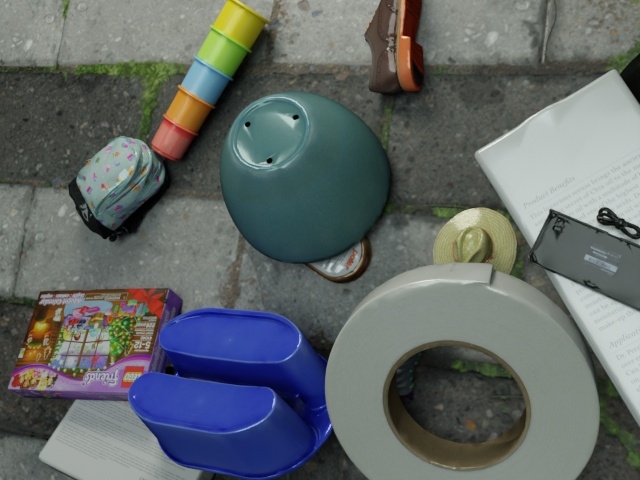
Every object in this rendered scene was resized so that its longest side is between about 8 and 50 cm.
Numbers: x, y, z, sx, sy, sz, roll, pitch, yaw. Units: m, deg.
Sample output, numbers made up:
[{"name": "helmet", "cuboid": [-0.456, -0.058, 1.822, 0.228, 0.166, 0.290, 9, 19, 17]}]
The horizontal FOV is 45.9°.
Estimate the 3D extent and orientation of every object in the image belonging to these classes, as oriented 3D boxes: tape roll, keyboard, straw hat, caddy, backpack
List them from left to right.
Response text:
[{"name": "backpack", "cuboid": [-0.382, -0.108, 1.433, 0.182, 0.115, 0.152, -38, 67, 8]}, {"name": "caddy", "cuboid": [-0.136, 0.250, 1.226, 0.341, 0.179, 0.241, 2, 49, 28]}, {"name": "tape roll", "cuboid": [0.198, 0.223, 1.089, 0.392, 0.072, 0.392, 6, 110, 16]}, {"name": "straw hat", "cuboid": [0.241, 0.011, 1.205, 0.144, 0.061, 0.144, -3, 80, 19]}, {"name": "keyboard", "cuboid": [0.379, 0.015, 1.000, 0.180, 0.023, 0.108, 26, 98, 23]}]

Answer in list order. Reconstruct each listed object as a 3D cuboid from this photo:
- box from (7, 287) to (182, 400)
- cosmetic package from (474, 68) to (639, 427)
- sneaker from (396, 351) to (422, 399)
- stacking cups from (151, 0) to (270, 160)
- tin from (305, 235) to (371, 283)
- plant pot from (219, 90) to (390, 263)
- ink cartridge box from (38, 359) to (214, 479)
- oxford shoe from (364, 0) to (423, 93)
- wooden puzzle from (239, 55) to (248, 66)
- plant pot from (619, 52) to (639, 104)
[{"name": "box", "cuboid": [-0.413, 0.190, 1.390, 0.293, 0.057, 0.201, -3, 60, 20]}, {"name": "cosmetic package", "cuboid": [0.438, 0.017, 1.075, 0.230, 0.161, 0.453, -31, 72, 14]}, {"name": "sneaker", "cuboid": [0.132, 0.196, 1.221, 0.098, 0.083, 0.223, 39, 94, -6]}, {"name": "stacking cups", "cuboid": [-0.215, -0.298, 1.420, 0.096, 0.096, 0.316, 38, 103, 22]}, {"name": "tin", "cuboid": [0.000, 0.000, 1.313, 0.190, 0.040, 0.106, 32, 97, 22]}, {"name": "plant pot", "cuboid": [-0.048, -0.129, 1.238, 0.290, 0.195, 0.290, -6, 68, 16]}, {"name": "ink cartridge box", "cuboid": [-0.311, 0.337, 1.356, 0.296, 0.066, 0.261, 17, 62, 22]}, {"name": "oxford shoe", "cuboid": [0.118, -0.387, 1.305, 0.098, 0.097, 0.271, -4, 79, 26]}, {"name": "wooden puzzle", "cuboid": [-0.170, -0.351, 1.452, 0.083, 0.006, 0.049, -40, 70, 13]}, {"name": "plant pot", "cuboid": [0.547, -0.240, 1.078, 0.187, 0.167, 0.188, -42, 68, 9]}]
